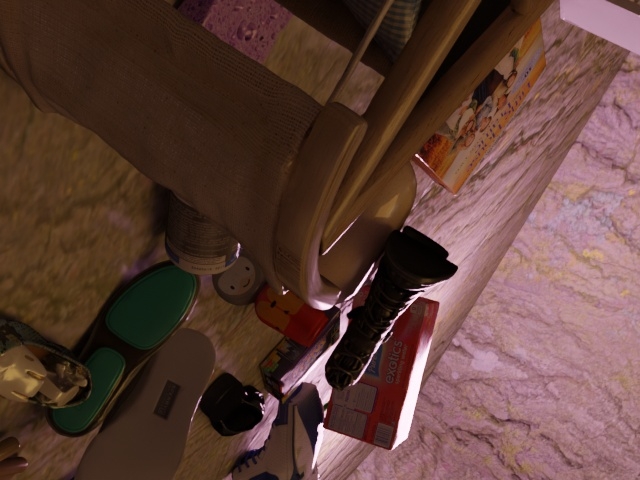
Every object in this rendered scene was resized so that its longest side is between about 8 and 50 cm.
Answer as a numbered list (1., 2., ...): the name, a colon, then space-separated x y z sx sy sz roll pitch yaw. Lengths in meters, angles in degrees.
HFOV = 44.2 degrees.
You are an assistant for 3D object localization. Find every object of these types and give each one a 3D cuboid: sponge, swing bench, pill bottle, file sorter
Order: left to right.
1. pill bottle: -0.105 -0.038 0.745 0.078 0.078 0.137 -40 158 -38
2. swing bench: -0.037 -0.140 0.442 0.254 0.253 0.165 -53 162 -5
3. sponge: -0.037 -0.229 0.639 0.210 0.031 0.117 -55 162 6
4. file sorter: 0.616 -0.465 1.476 0.173 0.278 0.193 -59 162 3

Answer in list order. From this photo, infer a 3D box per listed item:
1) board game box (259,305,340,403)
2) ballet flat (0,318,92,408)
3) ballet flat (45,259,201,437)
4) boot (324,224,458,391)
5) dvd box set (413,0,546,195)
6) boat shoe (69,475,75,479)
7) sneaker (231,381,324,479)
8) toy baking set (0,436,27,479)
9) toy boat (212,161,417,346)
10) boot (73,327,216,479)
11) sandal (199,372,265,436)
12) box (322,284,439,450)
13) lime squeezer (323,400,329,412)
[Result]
1. board game box: -0.032 0.199 1.422 0.170 0.048 0.141 -47 162 -20
2. ballet flat: -0.250 0.112 0.676 0.070 0.070 0.188 -53 162 -4
3. ballet flat: -0.203 0.103 0.807 0.213 0.072 0.068 -52 -170 -4
4. boot: 0.078 0.100 1.020 0.229 0.091 0.263 -58 173 10
5. dvd box set: 0.266 -0.242 1.341 0.307 0.062 0.420 -55 162 5
6. boat shoe: -0.334 0.385 0.909 0.258 0.109 0.089 -34 157 -42
7. sneaker: -0.095 0.444 1.600 0.127 0.182 0.315 -25 117 -60
8. toy baking set: -0.379 0.286 0.725 0.256 0.030 0.197 -22 144 -59
9. toy boat: 0.000 0.000 1.021 0.318 0.148 0.267 -47 168 -45
10. boot: -0.198 0.219 0.861 0.123 0.095 0.258 -50 -172 42
11. sandal: -0.137 0.286 1.302 0.097 0.054 0.254 -51 162 -9
12. box: 0.125 0.251 1.603 0.142 0.154 0.300 8 95 -70
13. lime squeezer: 0.079 0.332 1.976 0.110 0.059 0.310 28 100 -42
